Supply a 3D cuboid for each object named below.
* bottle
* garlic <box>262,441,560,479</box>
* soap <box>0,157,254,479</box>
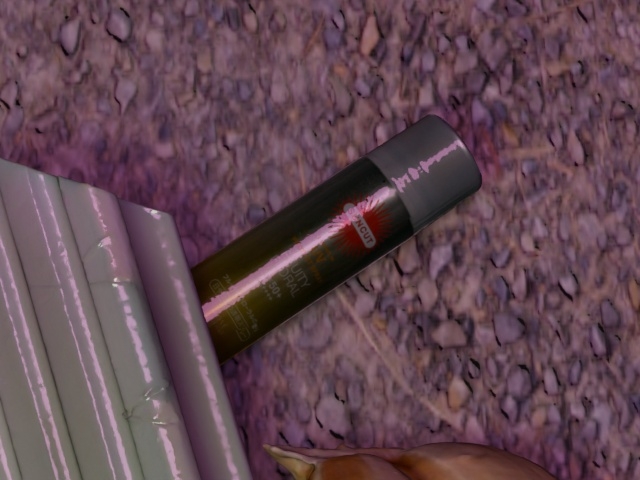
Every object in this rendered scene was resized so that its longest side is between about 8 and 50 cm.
[{"bbox_3d":[0.000,0.000,1.653,0.286,0.082,0.082,-34,78,-9],"label":"bottle"},{"bbox_3d":[0.078,0.302,1.532,0.249,0.286,0.313,-23,64,40],"label":"garlic"},{"bbox_3d":[-0.194,0.100,1.572,0.208,0.115,0.347,-25,75,26],"label":"soap"}]
